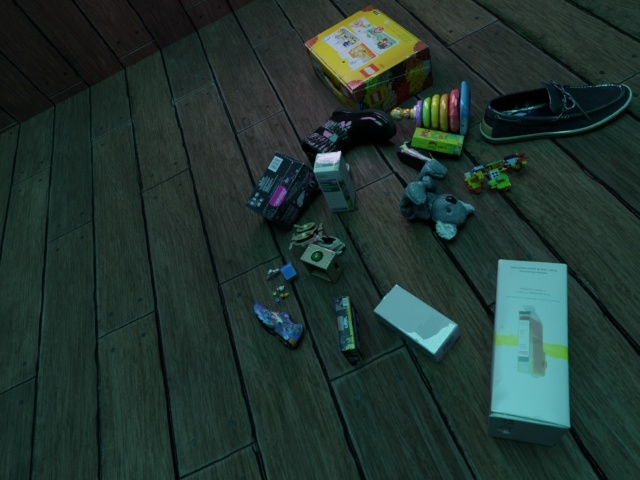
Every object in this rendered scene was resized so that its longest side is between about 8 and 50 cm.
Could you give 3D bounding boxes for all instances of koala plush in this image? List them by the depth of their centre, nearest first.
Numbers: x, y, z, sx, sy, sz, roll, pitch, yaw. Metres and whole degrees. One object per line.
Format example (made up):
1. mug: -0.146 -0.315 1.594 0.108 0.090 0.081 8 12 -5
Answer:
1. koala plush: 0.400 -0.118 1.512 0.221 0.203 0.196 33 60 13

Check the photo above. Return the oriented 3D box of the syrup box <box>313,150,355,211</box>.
1. syrup box: 0.057 -0.213 1.645 0.093 0.236 0.096 -3 57 19

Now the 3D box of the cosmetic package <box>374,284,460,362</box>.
1. cosmetic package: 0.288 0.247 1.343 0.117 0.085 0.231 -46 52 -12

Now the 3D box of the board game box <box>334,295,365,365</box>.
1. board game box: 0.090 0.277 1.361 0.048 0.141 0.170 -12 54 10

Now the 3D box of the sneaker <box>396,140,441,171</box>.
1. sneaker: 0.393 -0.322 1.686 0.097 0.084 0.235 -42 53 -12

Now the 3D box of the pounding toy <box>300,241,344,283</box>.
1. pounding toy: 0.018 0.064 1.533 0.130 0.141 0.100 20 66 30

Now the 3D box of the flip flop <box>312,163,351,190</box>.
1. flip flop: -0.013 -0.261 1.803 0.277 0.080 0.112 -5 56 18

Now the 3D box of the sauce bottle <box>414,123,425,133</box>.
1. sauce bottle: 0.404 -0.460 1.801 0.042 0.042 0.128 0 58 21

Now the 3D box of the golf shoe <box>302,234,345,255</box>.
1. golf shoe: 0.000 0.000 1.619 0.176 0.086 0.069 6 62 26

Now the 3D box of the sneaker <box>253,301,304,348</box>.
1. sneaker: -0.142 0.275 1.503 0.221 0.083 0.087 33 60 29

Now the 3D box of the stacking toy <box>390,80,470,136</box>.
1. stacking toy: 0.421 -0.495 1.725 0.302 0.175 0.165 2 57 19

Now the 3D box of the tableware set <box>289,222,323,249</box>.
1. tableware set: -0.058 -0.032 1.628 0.128 0.039 0.194 -20 16 7

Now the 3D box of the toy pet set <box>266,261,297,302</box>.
1. toy pet set: -0.140 0.136 1.593 0.114 0.065 0.122 -31 53 -1

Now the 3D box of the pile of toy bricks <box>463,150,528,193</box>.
1. pile of toy bricks: 0.617 -0.220 1.532 0.213 0.118 0.105 -18 85 -2

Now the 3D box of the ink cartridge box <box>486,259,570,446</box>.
1. ink cartridge box: 0.514 0.282 1.110 0.161 0.279 0.384 4 60 22

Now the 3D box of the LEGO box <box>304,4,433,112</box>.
1. LEGO box: 0.208 -0.806 2.015 0.373 0.193 0.500 -30 52 -1

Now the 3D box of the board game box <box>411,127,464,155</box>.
1. board game box: 0.443 -0.375 1.682 0.182 0.043 0.092 14 39 12

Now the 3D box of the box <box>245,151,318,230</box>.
1. box: -0.145 -0.191 1.732 0.163 0.142 0.247 30 89 34

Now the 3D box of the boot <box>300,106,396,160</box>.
1. boot: 0.111 -0.414 1.823 0.348 0.131 0.260 20 59 42

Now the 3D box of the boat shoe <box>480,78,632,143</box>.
1. boat shoe: 0.829 -0.475 1.580 0.501 0.156 0.186 -8 53 14
